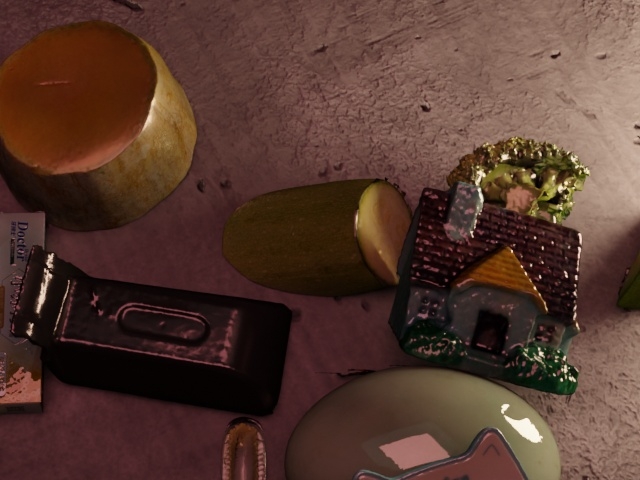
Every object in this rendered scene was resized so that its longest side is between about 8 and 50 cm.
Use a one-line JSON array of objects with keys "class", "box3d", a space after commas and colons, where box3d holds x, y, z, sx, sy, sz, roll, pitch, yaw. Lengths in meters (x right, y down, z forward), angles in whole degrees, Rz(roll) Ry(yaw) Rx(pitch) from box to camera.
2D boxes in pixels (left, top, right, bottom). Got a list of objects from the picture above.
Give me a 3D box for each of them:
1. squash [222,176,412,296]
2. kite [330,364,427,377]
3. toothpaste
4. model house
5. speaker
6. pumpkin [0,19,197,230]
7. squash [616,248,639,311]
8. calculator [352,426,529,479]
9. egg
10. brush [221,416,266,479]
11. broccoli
[{"class": "squash", "box3d": [0.000, 0.000, 2.055, 0.260, 0.189, 0.189, -10, 64, 34]}, {"class": "kite", "box3d": [0.099, 0.199, 1.927, 0.160, 0.182, 0.010, 9, 76, -44]}, {"class": "toothpaste", "box3d": [-0.466, 0.109, 1.981, 0.089, 0.071, 0.313, -1, 68, -6]}, {"class": "model house", "box3d": [0.262, 0.059, 1.876, 0.280, 0.230, 0.249, 15, 98, -6]}, {"class": "speaker", "box3d": [-0.244, 0.133, 1.912, 0.388, 0.184, 0.180, 8, 69, 1]}, {"class": "pumpkin", "box3d": [-0.366, -0.201, 2.037, 0.332, 0.199, 0.332, 1, 66, -3]}, {"class": "squash", "box3d": [0.545, 0.004, 1.919, 0.111, 0.289, 0.203, 24, 71, 10]}, {"class": "calculator", "box3d": [0.184, 0.445, 1.641, 0.256, 0.054, 0.387, -18, 94, -7]}, {"class": "egg", "box3d": [0.143, 0.314, 1.797, 0.388, 0.276, 0.276, 0, 69, -5]}, {"class": "brush", "box3d": [-0.111, 0.398, 1.876, 0.068, 0.060, 0.297, -1, 68, -4]}, {"class": "broccoli", "box3d": [0.303, -0.064, 2.002, 0.226, 0.176, 0.198, -8, 101, 24]}]
